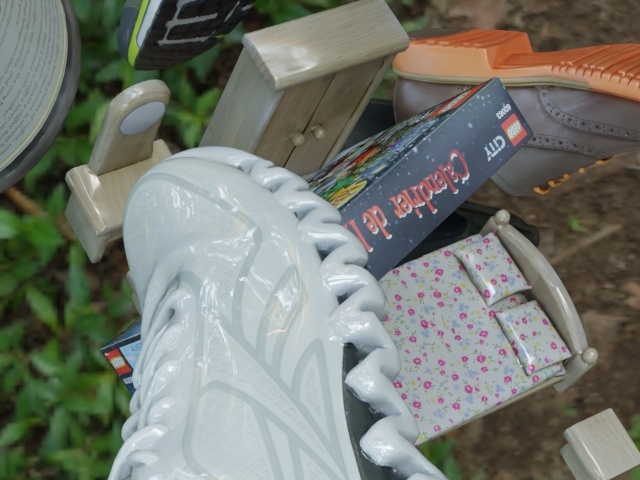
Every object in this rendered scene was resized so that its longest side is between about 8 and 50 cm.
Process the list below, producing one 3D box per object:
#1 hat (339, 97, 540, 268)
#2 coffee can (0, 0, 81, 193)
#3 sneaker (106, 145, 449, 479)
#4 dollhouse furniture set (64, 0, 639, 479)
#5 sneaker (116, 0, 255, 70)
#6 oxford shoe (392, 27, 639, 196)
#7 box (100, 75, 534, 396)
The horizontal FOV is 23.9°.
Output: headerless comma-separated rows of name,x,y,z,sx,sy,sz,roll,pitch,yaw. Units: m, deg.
hat,0.058,-0.064,1.506,0.331,0.331,0.134,-6,65,43
coffee can,-0.274,-0.145,0.861,0.201,0.275,0.202,-2,75,9
sneaker,-0.029,0.071,0.553,0.292,0.118,0.110,62,143,39
dollhouse furniture set,0.043,0.034,1.031,0.355,0.303,0.174,58,149,18
sneaker,-0.099,-0.266,1.133,0.121,0.111,0.300,39,123,30
oxford shoe,0.225,-0.103,1.322,0.363,0.130,0.133,14,112,37
box,0.000,0.000,0.871,0.159,0.233,0.044,-24,104,51
